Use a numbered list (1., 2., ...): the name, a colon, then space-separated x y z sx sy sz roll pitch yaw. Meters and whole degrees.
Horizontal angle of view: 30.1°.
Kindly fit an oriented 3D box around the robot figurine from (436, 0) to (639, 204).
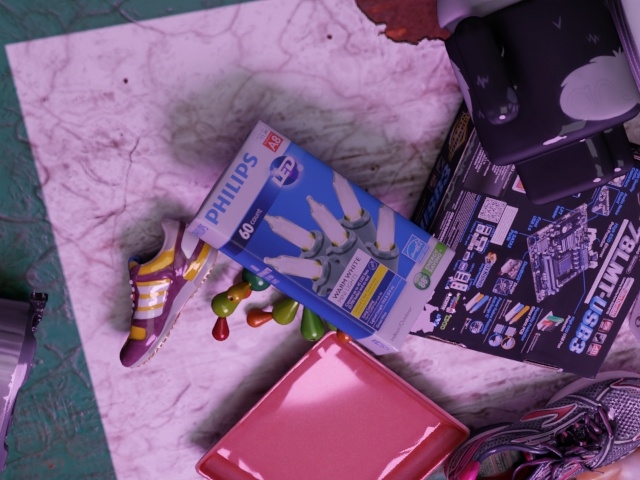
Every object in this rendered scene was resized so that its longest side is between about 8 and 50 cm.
1. robot figurine: 0.224 -0.182 1.235 0.173 0.209 0.278 -21 91 -2

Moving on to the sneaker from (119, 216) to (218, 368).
1. sneaker: -0.195 0.059 1.366 0.084 0.069 0.185 31 101 -15

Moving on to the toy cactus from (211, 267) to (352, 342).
1. toy cactus: -0.025 0.037 1.373 0.219 0.112 0.181 -5 106 5

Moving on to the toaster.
1. toaster: -0.401 0.145 1.326 0.146 0.129 0.227 14 114 -16

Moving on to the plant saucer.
1. plant saucer: 0.015 0.255 1.516 0.259 0.048 0.258 38 104 -25

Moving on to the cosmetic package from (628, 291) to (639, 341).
1. cosmetic package: 0.545 -0.014 1.430 0.217 0.156 0.385 5 116 -12

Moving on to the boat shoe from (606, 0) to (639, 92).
1. boat shoe: 0.370 -0.265 1.274 0.119 0.121 0.335 -22 117 5

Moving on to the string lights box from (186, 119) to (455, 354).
1. string lights box: 0.000 0.000 1.299 0.259 0.077 0.133 33 75 -8

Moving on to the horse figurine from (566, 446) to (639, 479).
1. horse figurine: 0.411 0.327 1.626 0.263 0.066 0.175 -10 120 -8

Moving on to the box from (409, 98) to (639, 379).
1. box: 0.255 0.002 1.424 0.293 0.073 0.296 14 112 -19

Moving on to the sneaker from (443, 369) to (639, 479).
1. sneaker: 0.307 0.266 1.524 0.299 0.112 0.121 -26 90 0
